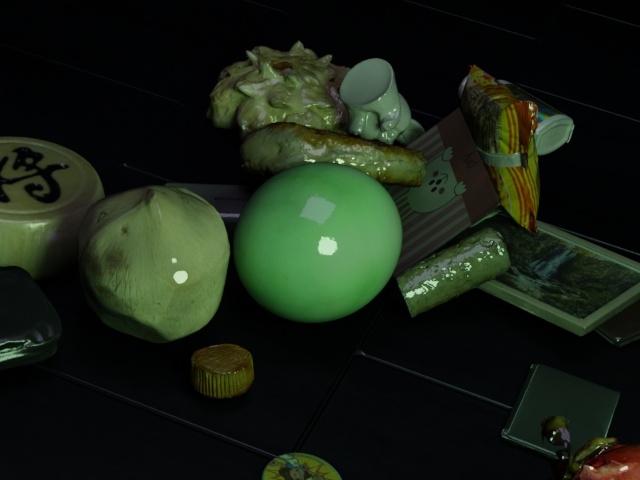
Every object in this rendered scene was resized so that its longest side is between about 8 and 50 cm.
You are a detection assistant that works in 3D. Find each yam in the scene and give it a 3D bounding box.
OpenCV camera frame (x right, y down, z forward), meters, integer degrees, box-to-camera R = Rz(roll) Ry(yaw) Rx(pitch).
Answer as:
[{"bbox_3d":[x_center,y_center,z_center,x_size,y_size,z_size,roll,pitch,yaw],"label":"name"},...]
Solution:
[{"bbox_3d":[0.190,0.048,1.842,0.179,0.078,0.078,-27,45,-14],"label":"yam"}]

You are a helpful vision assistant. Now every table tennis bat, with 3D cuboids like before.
[{"bbox_3d":[-0.019,0.304,1.485,0.100,0.019,0.155,5,32,-11],"label":"table tennis bat"}]

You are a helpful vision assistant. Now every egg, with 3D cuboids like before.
[{"bbox_3d":[0.000,0.000,1.761,0.220,0.220,0.270,30,36,26],"label":"egg"}]

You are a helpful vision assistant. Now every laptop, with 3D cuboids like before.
[{"bbox_3d":[0.324,0.234,1.693,0.129,0.016,0.180,20,35,14],"label":"laptop"},{"bbox_3d":[0.430,0.085,1.943,0.154,0.026,0.207,-17,42,-33],"label":"laptop"}]

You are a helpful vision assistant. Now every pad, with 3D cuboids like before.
[{"bbox_3d":[0.170,-0.081,1.997,0.005,0.202,0.299,44,20,-30],"label":"pad"}]

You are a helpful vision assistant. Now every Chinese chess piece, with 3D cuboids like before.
[{"bbox_3d":[-0.439,-0.050,1.815,0.257,0.104,0.257,8,34,-6],"label":"Chinese chess piece"}]

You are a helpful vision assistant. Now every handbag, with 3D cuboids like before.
[{"bbox_3d":[-0.502,0.115,1.574,0.332,0.075,0.191,-13,40,-30],"label":"handbag"}]

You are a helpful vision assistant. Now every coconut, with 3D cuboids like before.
[{"bbox_3d":[-0.223,0.022,1.663,0.224,0.224,0.224,8,33,-5],"label":"coconut"}]

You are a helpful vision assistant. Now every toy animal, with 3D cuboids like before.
[{"bbox_3d":[0.112,-0.194,2.145,0.104,0.221,0.130,-19,54,13],"label":"toy animal"}]

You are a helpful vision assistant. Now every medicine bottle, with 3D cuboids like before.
[{"bbox_3d":[0.354,-0.241,2.357,0.115,0.078,0.219,-22,46,-37],"label":"medicine bottle"}]

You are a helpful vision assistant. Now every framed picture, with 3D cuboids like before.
[{"bbox_3d":[0.333,0.037,1.946,0.324,0.020,0.240,26,35,37],"label":"framed picture"}]

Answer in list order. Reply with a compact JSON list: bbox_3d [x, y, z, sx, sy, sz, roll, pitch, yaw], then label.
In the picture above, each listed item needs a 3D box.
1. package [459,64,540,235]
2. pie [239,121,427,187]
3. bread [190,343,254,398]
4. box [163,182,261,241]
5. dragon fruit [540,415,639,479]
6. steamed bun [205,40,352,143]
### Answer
[{"bbox_3d":[0.293,-0.152,2.067,0.108,0.223,0.288,-14,23,0],"label":"package"},{"bbox_3d":[0.021,-0.132,1.983,0.315,0.092,0.315,7,6,-1],"label":"pie"},{"bbox_3d":[-0.127,0.172,1.621,0.085,0.053,0.085,1,25,0],"label":"bread"},{"bbox_3d":[-0.120,-0.041,1.940,0.244,0.055,0.103,2,35,-15],"label":"box"},{"bbox_3d":[0.378,0.334,1.368,0.291,0.250,0.269,1,8,-43],"label":"dragon fruit"},{"bbox_3d":[-0.051,-0.271,2.236,0.295,0.137,0.292,4,31,-7],"label":"steamed bun"}]
